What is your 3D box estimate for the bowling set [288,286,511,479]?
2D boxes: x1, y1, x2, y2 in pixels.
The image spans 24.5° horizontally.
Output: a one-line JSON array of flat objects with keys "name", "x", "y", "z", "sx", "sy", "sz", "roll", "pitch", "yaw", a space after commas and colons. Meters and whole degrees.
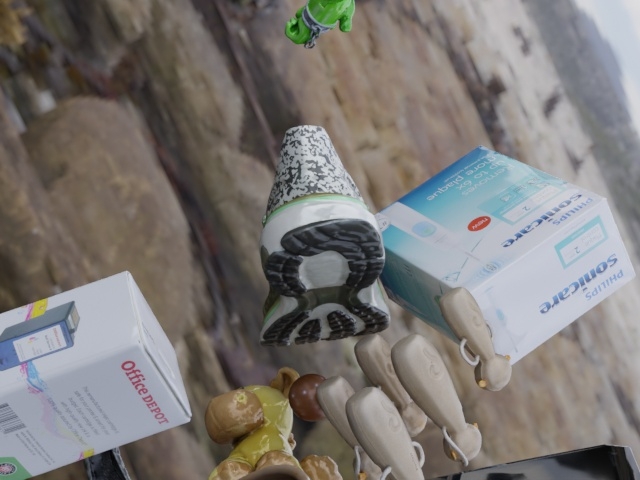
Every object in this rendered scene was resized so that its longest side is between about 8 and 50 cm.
[{"name": "bowling set", "x": 0.079, "y": 0.190, "z": 1.632, "sx": 0.287, "sy": 0.200, "sz": 0.154, "roll": -41, "pitch": 106, "yaw": -45}]

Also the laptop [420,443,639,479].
[{"name": "laptop", "x": 0.060, "y": 0.238, "z": 0.768, "sx": 0.137, "sy": 0.264, "sz": 0.234, "roll": 23, "pitch": 16, "yaw": -4}]

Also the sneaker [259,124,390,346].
[{"name": "sneaker", "x": 0.000, "y": 0.000, "z": 1.692, "sx": 0.410, "sy": 0.158, "sz": 0.182, "roll": 99, "pitch": -14, "yaw": -66}]

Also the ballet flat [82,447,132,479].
[{"name": "ballet flat", "x": -0.247, "y": 0.284, "z": 1.718, "sx": 0.173, "sy": 0.057, "sz": 0.049, "roll": 65, "pitch": 7, "yaw": 6}]

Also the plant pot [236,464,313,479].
[{"name": "plant pot", "x": -0.064, "y": 0.292, "z": 1.118, "sx": 0.109, "sy": 0.237, "sz": 0.237, "roll": 48, "pitch": 13, "yaw": -14}]

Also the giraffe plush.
[{"name": "giraffe plush", "x": -0.069, "y": 0.237, "z": 1.693, "sx": 0.210, "sy": 0.181, "sz": 0.170, "roll": 45, "pitch": 29, "yaw": -61}]

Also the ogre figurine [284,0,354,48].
[{"name": "ogre figurine", "x": 0.053, "y": -0.257, "z": 1.328, "sx": 0.096, "sy": 0.197, "sz": 0.118, "roll": 65, "pitch": -15, "yaw": 5}]

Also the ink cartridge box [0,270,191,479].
[{"name": "ink cartridge box", "x": -0.245, "y": 0.134, "z": 1.378, "sx": 0.154, "sy": 0.212, "sz": 0.093, "roll": 68, "pitch": 5, "yaw": -53}]

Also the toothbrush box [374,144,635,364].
[{"name": "toothbrush box", "x": 0.214, "y": 0.015, "z": 1.861, "sx": 0.295, "sy": 0.216, "sz": 0.126, "roll": 36, "pitch": -24, "yaw": 59}]
